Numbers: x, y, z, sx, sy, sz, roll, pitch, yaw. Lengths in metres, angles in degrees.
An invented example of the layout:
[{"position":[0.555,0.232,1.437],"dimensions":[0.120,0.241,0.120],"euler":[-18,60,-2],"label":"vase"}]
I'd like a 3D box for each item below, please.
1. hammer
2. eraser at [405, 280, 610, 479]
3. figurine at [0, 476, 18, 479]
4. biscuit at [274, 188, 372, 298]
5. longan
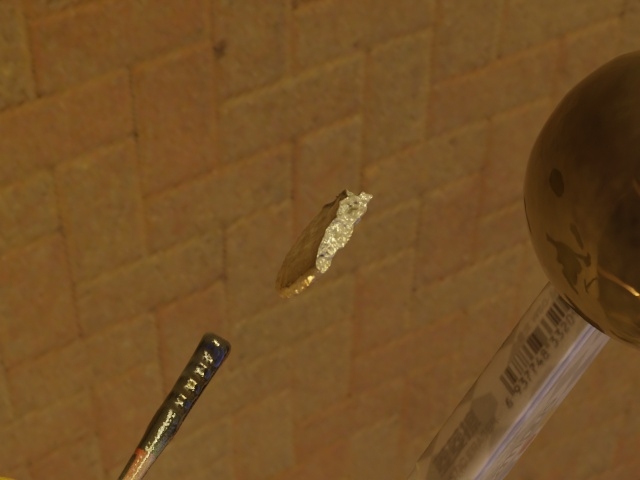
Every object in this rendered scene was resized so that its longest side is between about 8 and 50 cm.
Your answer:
[{"position":[-0.146,0.179,1.246],"dimensions":[0.288,0.033,0.111],"euler":[-58,176,-43],"label":"hammer"},{"position":[0.234,0.178,1.727],"dimensions":[0.397,0.082,0.213],"euler":[-57,160,22],"label":"eraser"},{"position":[-0.306,0.355,1.538],"dimensions":[0.215,0.187,0.343],"euler":[-31,149,16],"label":"figurine"},{"position":[0.000,0.000,2.032],"dimensions":[0.188,0.040,0.265],"euler":[-50,-172,6],"label":"biscuit"},{"position":[0.258,-0.025,1.060],"dimensions":[0.215,0.246,0.246],"euler":[-15,145,0],"label":"longan"}]
